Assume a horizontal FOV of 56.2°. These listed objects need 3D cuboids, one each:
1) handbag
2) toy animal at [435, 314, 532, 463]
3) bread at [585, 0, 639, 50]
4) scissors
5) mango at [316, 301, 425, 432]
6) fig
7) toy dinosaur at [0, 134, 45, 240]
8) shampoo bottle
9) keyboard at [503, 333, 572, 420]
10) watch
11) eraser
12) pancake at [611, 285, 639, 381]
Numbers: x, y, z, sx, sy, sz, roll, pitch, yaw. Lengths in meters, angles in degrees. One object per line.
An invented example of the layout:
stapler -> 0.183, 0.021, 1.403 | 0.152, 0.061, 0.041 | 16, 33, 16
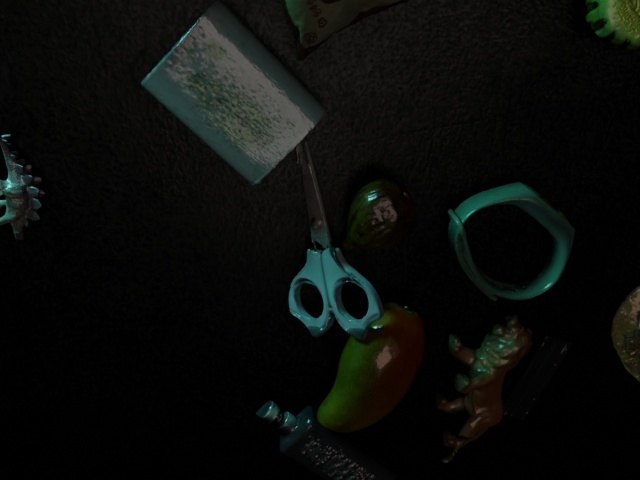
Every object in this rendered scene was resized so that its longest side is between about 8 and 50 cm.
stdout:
handbag -> 0.028, -0.396, 0.820 | 0.235, 0.127, 0.212 | -26, 111, 4
toy animal -> 0.317, 0.279, 1.156 | 0.158, 0.097, 0.312 | -1, 115, -11
bread -> 0.468, -0.359, 0.902 | 0.139, 0.071, 0.130 | 27, 105, -13
scissors -> -0.001, 0.000, 1.010 | 0.191, 0.029, 0.359 | -1, 108, 36
mango -> 0.098, 0.245, 1.103 | 0.146, 0.129, 0.289 | 1, 123, -31
fig -> 0.086, -0.033, 1.000 | 0.155, 0.103, 0.109 | -35, 89, 29
toy dinosaur -> -0.487, -0.086, 0.954 | 0.082, 0.039, 0.208 | 0, 124, -8
shampoo bottle -> 0.009, 0.414, 1.196 | 0.310, 0.071, 0.098 | 38, 106, -19
keyboard -> 0.430, 0.279, 1.207 | 0.067, 0.011, 0.202 | 17, 111, -14
watch -> 0.329, 0.001, 1.053 | 0.237, 0.068, 0.195 | 36, 108, -22
eraser -> -0.129, -0.216, 0.909 | 0.174, 0.081, 0.227 | -43, 111, 14
pancake -> 0.699, 0.162, 1.158 | 0.283, 0.049, 0.282 | -2, 112, -4
